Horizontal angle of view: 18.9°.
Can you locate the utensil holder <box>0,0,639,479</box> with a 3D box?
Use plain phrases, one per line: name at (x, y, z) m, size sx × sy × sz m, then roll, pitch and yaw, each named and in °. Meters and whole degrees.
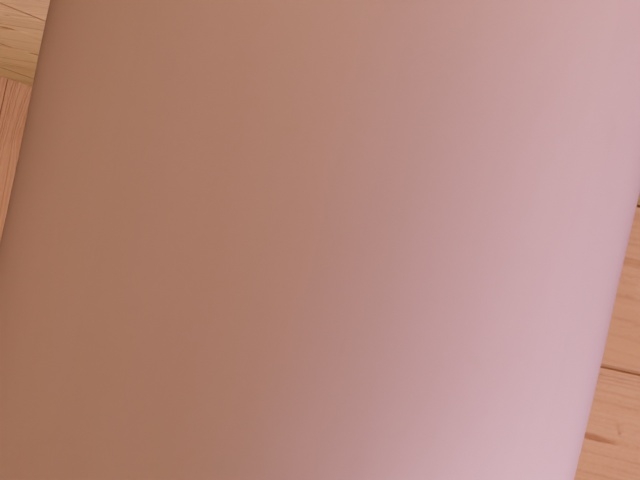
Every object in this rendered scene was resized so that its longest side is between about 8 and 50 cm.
utensil holder at (0.000, 0.000, 0.981) m, size 0.328 × 0.385 × 0.327 m, roll 11°, pitch 179°, yaw 0°
